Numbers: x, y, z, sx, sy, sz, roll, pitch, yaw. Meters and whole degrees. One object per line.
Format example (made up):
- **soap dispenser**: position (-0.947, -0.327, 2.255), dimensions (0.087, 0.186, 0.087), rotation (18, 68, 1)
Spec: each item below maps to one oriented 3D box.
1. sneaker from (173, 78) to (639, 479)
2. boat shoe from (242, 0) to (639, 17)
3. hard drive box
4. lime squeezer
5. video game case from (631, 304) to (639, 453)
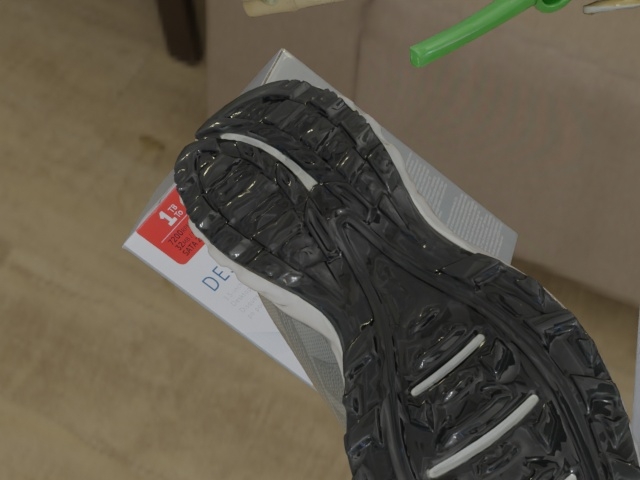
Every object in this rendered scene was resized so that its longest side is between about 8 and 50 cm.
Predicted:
- **sneaker**: position (0.044, 0.048, 0.645), dimensions (0.100, 0.108, 0.271), rotation (-35, 53, 1)
- **boat shoe**: position (0.096, -0.147, 0.770), dimensions (0.285, 0.089, 0.104), rotation (4, 14, 19)
- **hard drive box**: position (0.000, 0.000, 1.247), dimensions (0.232, 0.181, 0.089), rotation (37, 37, -10)
- **lime squeezer**: position (0.149, -0.211, 1.167), dimensions (0.110, 0.059, 0.310), rotation (20, 43, 1)
- **video game case**: position (0.301, -0.017, 0.828), dimensions (0.036, 0.329, 0.300), rotation (15, 76, -38)
